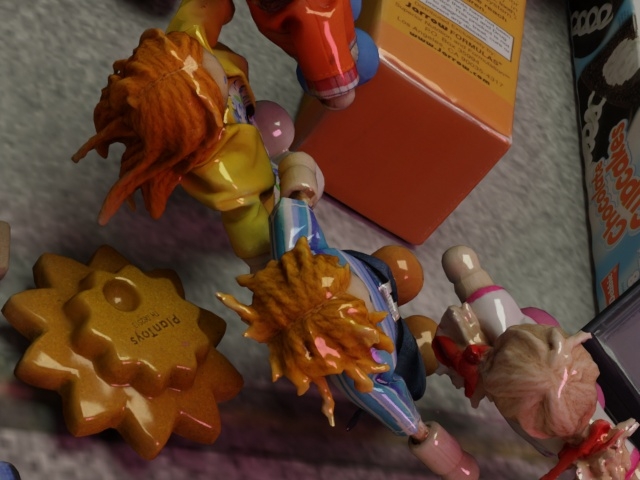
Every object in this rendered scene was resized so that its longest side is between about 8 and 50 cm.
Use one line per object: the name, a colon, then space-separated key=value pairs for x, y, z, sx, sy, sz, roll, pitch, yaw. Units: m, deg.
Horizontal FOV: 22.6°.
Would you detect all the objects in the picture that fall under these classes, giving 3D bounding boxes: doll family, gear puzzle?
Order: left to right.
gear puzzle: x=-0.167 y=0.001 z=0.478 sx=0.339 sy=0.044 sz=0.175 roll=20 pitch=40 yaw=-25
doll family: x=0.000 y=0.000 z=0.551 sx=0.263 sy=0.118 sz=0.163 roll=58 pitch=5 yaw=11

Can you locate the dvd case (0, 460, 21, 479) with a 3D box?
dvd case: x=-0.138 y=0.123 z=0.264 sx=0.253 sy=0.022 sz=0.180 roll=3 pitch=50 yaw=-41

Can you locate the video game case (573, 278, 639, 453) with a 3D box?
video game case: x=0.245 y=0.104 z=0.679 sx=0.196 sy=0.026 sz=0.274 roll=-34 pitch=84 yaw=-38

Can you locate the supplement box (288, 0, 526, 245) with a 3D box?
supplement box: x=0.050 y=-0.105 z=0.757 sx=0.080 sy=0.078 sz=0.233 roll=30 pitch=37 yaw=-14

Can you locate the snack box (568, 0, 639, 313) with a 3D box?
snack box: x=0.229 y=-0.026 z=0.845 sx=0.187 sy=0.060 sz=0.322 roll=26 pitch=38 yaw=-16
